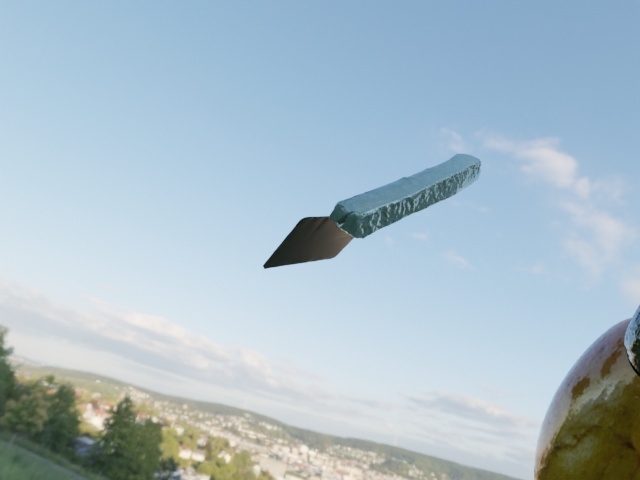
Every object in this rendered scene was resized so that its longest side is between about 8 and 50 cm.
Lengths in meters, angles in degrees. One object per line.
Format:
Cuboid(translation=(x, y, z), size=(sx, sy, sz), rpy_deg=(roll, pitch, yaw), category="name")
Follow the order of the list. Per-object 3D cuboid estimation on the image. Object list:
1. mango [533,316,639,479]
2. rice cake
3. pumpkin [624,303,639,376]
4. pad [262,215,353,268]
Cuboid(translation=(0.291, 0.202, 0.408), size=(0.187, 0.257, 0.138), rpy_deg=(44, 5, 32), category="mango")
Cuboid(translation=(0.117, -0.060, 0.561), size=(0.045, 0.245, 0.042), rpy_deg=(33, -46, 40), category="rice cake")
Cuboid(translation=(0.256, 0.069, 0.347), size=(0.028, 0.083, 0.050), rpy_deg=(22, -9, 9), category="pumpkin")
Cuboid(translation=(0.000, 0.000, 0.640), size=(0.157, 0.003, 0.112), rpy_deg=(-6, -34, -48), category="pad")
